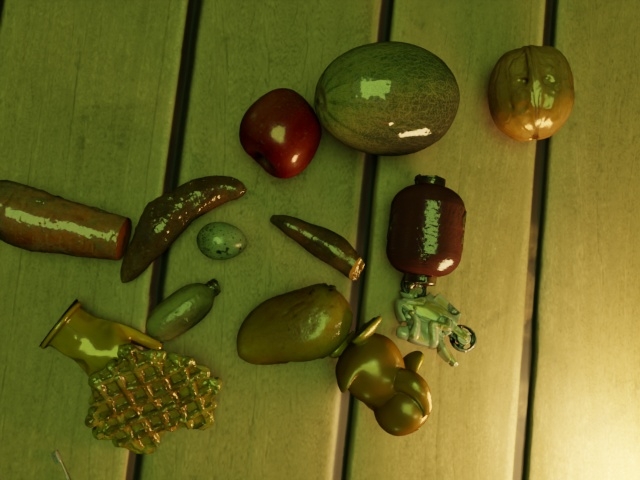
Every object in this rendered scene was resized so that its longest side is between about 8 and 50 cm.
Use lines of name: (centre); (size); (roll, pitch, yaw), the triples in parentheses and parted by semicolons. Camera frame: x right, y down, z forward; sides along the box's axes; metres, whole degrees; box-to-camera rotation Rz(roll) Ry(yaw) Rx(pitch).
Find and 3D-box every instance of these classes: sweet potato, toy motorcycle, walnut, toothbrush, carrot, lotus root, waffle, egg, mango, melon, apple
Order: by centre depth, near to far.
waffle: (-0.353, 0.341, 1.237); (0.291, 0.051, 0.291); (-5, 115, -12)
carrot: (-0.564, -0.033, 1.242); (0.301, 0.139, 0.139); (17, 83, -5)
toothbrush: (-0.535, 0.527, 1.258); (0.014, 0.011, 0.167); (-25, 89, -4)
lotus root: (-0.294, 0.150, 1.282); (0.183, 0.090, 0.077); (-35, 62, -11)
mango: (-0.058, 0.187, 1.282); (0.261, 0.130, 0.167); (-15, 64, 7)
melon: (0.145, -0.307, 1.287); (0.329, 0.248, 0.249); (-2, 85, -25)
sweet potato: (-0.326, -0.048, 1.293); (0.341, 0.092, 0.114); (-39, 107, -8)
apple: (-0.085, -0.234, 1.298); (0.168, 0.181, 0.181); (-44, 92, -14)
egg: (-0.218, 0.001, 1.306); (0.110, 0.085, 0.085); (-2, 85, -15)
sweet potato: (0.000, 0.000, 1.336); (0.243, 0.077, 0.077); (36, 82, -3)
toy motorcycle: (0.244, 0.188, 1.348); (0.151, 0.074, 0.229); (-38, 79, -16)
walnut: (0.492, -0.345, 1.377); (0.193, 0.193, 0.226); (6, 85, -7)

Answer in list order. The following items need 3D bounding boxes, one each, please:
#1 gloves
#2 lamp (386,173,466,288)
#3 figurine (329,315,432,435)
gloves: (-0.436, 0.259, 1.263); (0.294, 0.116, 0.133); (37, 109, -12)
lamp: (0.238, -0.016, 1.329); (0.180, 0.180, 0.258); (7, 86, -7)
figurine: (0.133, 0.299, 1.274); (0.228, 0.215, 0.215); (31, 82, -15)
